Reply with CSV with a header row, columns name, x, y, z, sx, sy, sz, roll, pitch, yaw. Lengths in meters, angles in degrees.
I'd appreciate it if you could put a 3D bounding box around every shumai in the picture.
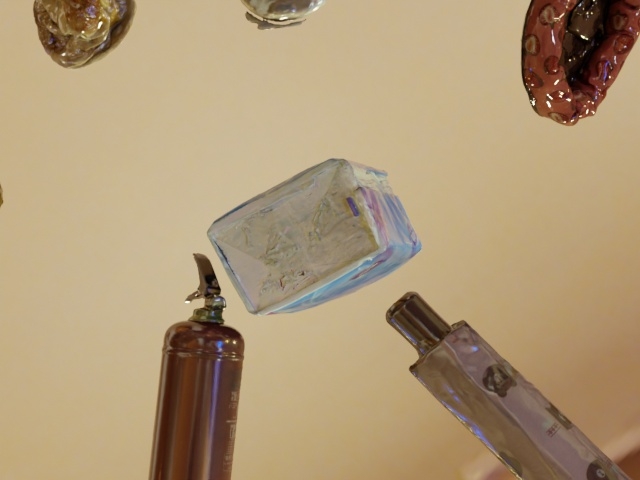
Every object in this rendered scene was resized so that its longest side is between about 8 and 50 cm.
name,x,y,z,sx,sy,sz,roll,pitch,yaw
shumai,-0.307,-0.303,1.936,0.146,0.116,0.145,-4,-107,13

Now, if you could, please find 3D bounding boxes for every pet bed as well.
name,x,y,z,sx,sy,sz,roll,pitch,yaw
pet bed,0.268,-0.218,1.561,0.053,0.201,0.201,23,-112,34

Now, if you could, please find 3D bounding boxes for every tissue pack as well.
name,x,y,z,sx,sy,sz,roll,pitch,yaw
tissue pack,0.000,0.000,1.925,0.198,0.146,0.263,-28,172,11

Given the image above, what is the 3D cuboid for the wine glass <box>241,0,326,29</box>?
name,x,y,z,sx,sy,sz,roll,pitch,yaw
wine glass,-0.049,-0.285,1.330,0.111,0.204,0.111,-6,-121,11

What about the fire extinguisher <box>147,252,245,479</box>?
name,x,y,z,sx,sy,sz,roll,pitch,yaw
fire extinguisher,-0.154,0.185,1.867,0.138,0.102,0.343,175,-78,-68

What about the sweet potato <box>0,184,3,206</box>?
name,x,y,z,sx,sy,sz,roll,pitch,yaw
sweet potato,-0.291,-0.035,1.238,0.273,0.067,0.067,98,12,-53

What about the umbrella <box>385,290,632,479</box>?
name,x,y,z,sx,sy,sz,roll,pitch,yaw
umbrella,0.189,0.175,1.409,0.073,0.337,0.067,-49,173,23
